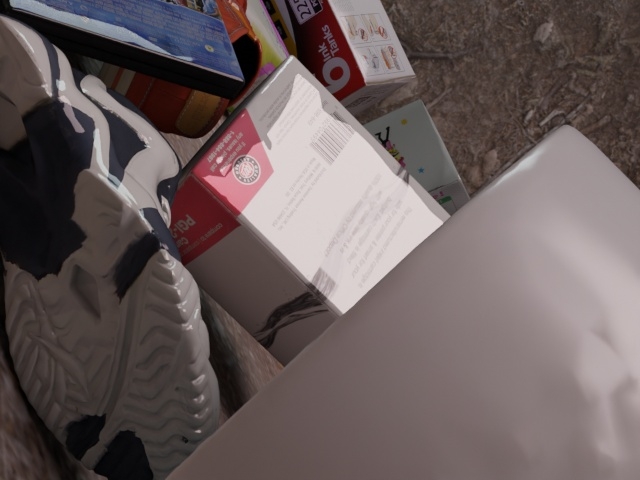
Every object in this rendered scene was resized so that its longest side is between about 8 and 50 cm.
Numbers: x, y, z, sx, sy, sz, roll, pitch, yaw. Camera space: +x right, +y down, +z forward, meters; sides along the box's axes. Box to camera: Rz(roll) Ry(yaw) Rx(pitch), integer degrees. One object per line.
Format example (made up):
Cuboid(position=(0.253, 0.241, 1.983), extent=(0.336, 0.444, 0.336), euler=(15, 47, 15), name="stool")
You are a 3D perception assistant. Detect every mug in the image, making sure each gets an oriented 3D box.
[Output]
Cuboid(position=(0.074, 0.192, 0.427), extent=(0.328, 0.374, 0.276), euler=(47, -40, 6), name="mug")

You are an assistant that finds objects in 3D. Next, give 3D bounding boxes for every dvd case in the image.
Cuboid(position=(-0.160, -0.211, 0.882), extent=(0.180, 0.022, 0.253), euler=(13, 42, -36), name="dvd case")

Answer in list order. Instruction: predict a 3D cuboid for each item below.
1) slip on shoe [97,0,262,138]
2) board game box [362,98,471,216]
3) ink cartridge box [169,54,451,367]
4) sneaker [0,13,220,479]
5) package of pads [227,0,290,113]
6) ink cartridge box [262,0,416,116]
Cuboid(position=(-0.100, -0.153, 1.035), extent=(0.101, 0.123, 0.331), euler=(27, 17, -5), name="slip on shoe")
Cuboid(position=(0.048, 0.019, 1.199), extent=(0.303, 0.224, 0.098), euler=(54, 13, -61), name="board game box")
Cuboid(position=(0.000, 0.000, 0.914), extent=(0.218, 0.092, 0.159), euler=(44, 48, -9), name="ink cartridge box")
Cuboid(position=(-0.100, 0.004, 0.622), extent=(0.235, 0.094, 0.153), euler=(56, 13, 10), name="sneaker")
Cuboid(position=(-0.134, -0.284, 1.447), extent=(0.229, 0.101, 0.296), euler=(65, 7, 17), name="package of pads")
Cuboid(position=(-0.065, -0.289, 1.685), extent=(0.130, 0.271, 0.310), euler=(-18, 81, -53), name="ink cartridge box")
